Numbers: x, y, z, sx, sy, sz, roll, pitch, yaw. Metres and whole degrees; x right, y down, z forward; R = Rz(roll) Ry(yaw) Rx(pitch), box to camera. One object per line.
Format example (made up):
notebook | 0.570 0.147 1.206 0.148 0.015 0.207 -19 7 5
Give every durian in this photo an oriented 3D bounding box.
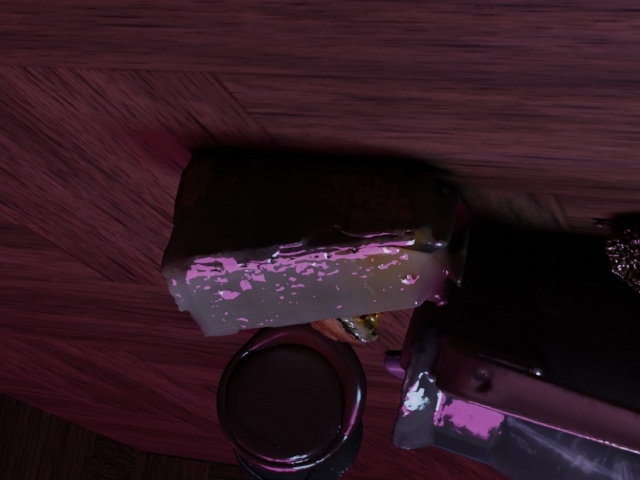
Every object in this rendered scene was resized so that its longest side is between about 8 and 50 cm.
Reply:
durian | 0.322 0.018 1.322 0.140 0.071 0.110 11 165 18

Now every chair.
chair | -0.043 0.262 2.144 0.226 0.227 0.401 10 163 4

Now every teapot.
teapot | 0.255 0.154 1.412 0.361 0.306 0.376 15 -177 11

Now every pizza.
pizza | 0.004 0.038 1.582 0.161 0.086 0.305 30 168 18

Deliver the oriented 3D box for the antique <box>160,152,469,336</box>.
antique | 0.000 0.000 1.346 0.284 0.150 0.125 -2 141 18

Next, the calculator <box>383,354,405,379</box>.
calculator | 0.232 0.214 2.107 0.294 0.043 0.194 0 161 39
